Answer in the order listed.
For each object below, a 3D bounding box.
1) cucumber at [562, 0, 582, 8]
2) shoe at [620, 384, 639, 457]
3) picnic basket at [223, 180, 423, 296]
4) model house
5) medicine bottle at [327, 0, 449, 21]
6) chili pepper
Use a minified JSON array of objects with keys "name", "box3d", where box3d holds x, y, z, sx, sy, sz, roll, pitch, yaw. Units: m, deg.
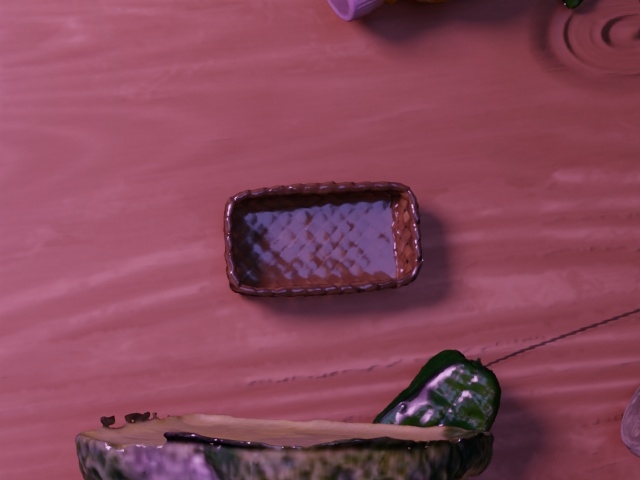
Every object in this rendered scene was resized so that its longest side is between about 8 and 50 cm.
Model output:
[{"name":"cucumber","box3d":[0.291,-0.329,1.314,0.033,0.036,0.184,22,80,-1]},{"name":"shoe","box3d":[0.453,0.154,1.253,0.316,0.124,0.159,-38,99,-14]},{"name":"picnic basket","box3d":[0.000,0.000,1.202,0.193,0.055,0.110,-2,83,-12]},{"name":"model house","box3d":[-0.035,0.276,1.014,0.321,0.261,0.266,0,89,24]},{"name":"medicine bottle","box3d":[0.103,-0.290,1.225,0.213,0.122,0.121,-29,90,-13]},{"name":"chili pepper","box3d":[0.076,0.213,1.182,0.099,0.083,0.253,45,81,-3]}]
